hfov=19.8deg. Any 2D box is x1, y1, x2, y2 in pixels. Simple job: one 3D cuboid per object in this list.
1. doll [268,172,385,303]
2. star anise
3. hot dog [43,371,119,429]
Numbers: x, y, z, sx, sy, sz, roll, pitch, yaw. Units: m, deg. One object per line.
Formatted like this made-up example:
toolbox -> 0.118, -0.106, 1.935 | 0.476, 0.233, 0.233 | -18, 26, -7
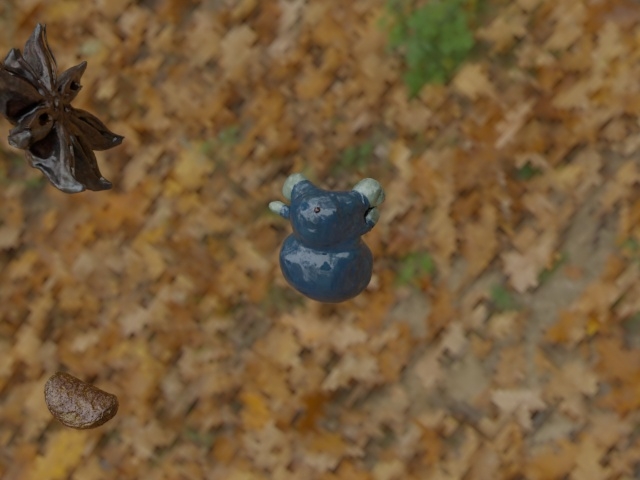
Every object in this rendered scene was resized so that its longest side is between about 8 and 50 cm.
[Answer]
doll -> 0.000, 0.000, 1.189 | 0.076, 0.083, 0.050 | 10, 28, 20
star anise -> -0.196, -0.087, 1.325 | 0.042, 0.141, 0.141 | -29, 38, 24
hot dog -> -0.259, 0.175, 1.980 | 0.058, 0.083, 0.035 | -52, -20, -44
